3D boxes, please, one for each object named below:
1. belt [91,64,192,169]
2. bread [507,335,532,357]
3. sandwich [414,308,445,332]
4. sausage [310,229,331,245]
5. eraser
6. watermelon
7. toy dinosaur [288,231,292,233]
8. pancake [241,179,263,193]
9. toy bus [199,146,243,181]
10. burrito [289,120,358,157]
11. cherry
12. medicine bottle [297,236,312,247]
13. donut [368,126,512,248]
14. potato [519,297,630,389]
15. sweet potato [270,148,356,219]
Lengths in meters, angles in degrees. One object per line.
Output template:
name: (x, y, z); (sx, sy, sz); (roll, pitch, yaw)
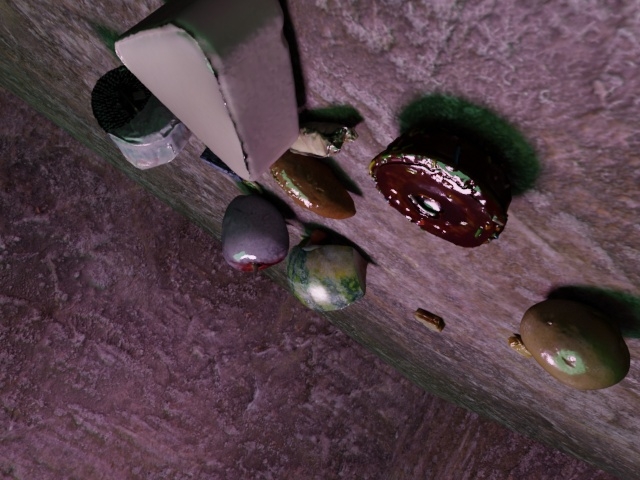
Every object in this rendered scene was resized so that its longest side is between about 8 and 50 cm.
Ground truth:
belt: (-0.444, -0.314, 1.137); (0.257, 0.207, 0.150); (47, 171, 18)
bread: (0.557, 0.292, 1.246); (0.088, 0.034, 0.049); (35, 152, -20)
sandwich: (0.382, 0.282, 1.588); (0.104, 0.036, 0.093); (25, 164, 33)
sausage: (0.000, 0.000, 1.470); (0.054, 0.059, 0.094); (47, 179, 36)
eraser: (-0.161, -0.277, 0.718); (0.331, 0.150, 0.331); (38, 162, 14)
watermelon: (-0.007, 0.113, 1.477); (0.304, 0.224, 0.180); (-6, -170, 30)
toy dinosaur: (-0.179, -0.082, 1.655); (0.220, 0.032, 0.108); (38, 172, 27)
pancake: (-0.231, -0.183, 1.469); (0.108, 0.017, 0.108); (32, 170, 7)
toy bus: (-0.297, -0.234, 1.393); (0.165, 0.047, 0.065); (29, 170, 25)
burrito: (-0.012, -0.196, 0.857); (0.058, 0.063, 0.229); (34, 171, -40)
cherry: (-0.222, -0.012, 1.506); (0.217, 0.297, 0.255); (-4, 166, -29)
medicine bottle: (-0.029, 0.058, 1.658); (0.132, 0.088, 0.188); (37, 165, -14)
donut: (0.191, -0.086, 0.716); (0.235, 0.089, 0.235); (31, 165, 9)
potato: (0.481, 0.196, 0.870); (0.235, 0.160, 0.178); (36, -147, -76)
sweet potato: (-0.069, -0.167, 0.996); (0.385, 0.109, 0.109); (39, 165, -15)
